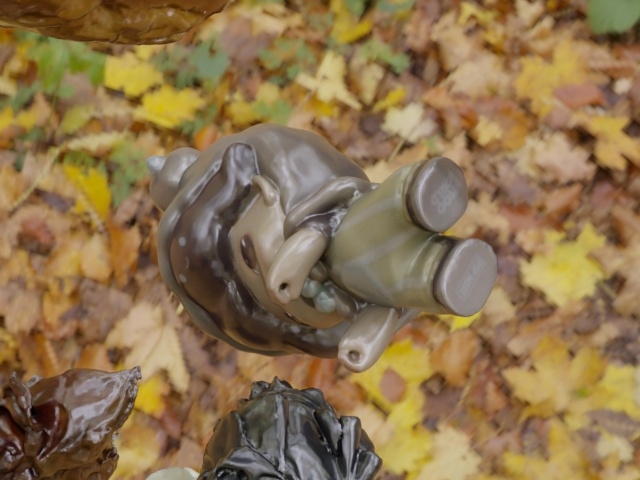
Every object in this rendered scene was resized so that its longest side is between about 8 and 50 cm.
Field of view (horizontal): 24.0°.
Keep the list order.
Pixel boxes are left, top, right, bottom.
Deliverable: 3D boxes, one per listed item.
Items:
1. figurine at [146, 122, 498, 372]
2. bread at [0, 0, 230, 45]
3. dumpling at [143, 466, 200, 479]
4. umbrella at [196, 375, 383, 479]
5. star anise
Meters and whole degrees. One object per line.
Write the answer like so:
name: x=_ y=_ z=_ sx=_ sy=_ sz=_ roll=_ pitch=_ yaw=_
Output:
figurine: x=0.000 y=0.000 z=1.328 sx=0.248 sy=0.381 sz=0.203 roll=49 pitch=65 yaw=-23
bread: x=-0.165 y=-0.185 z=0.700 sx=0.195 sy=0.149 sz=0.344 roll=48 pitch=29 yaw=19
dumpling: x=-0.112 y=0.296 z=1.453 sx=0.126 sy=0.216 sz=0.166 roll=-31 pitch=100 yaw=-33
umbrella: x=-0.019 y=0.186 z=0.933 sx=0.128 sy=0.336 sz=0.154 roll=-21 pitch=98 yaw=8
star anise: x=-0.315 y=0.268 z=1.648 sx=0.148 sy=0.237 sz=0.346 roll=28 pitch=94 yaw=30
